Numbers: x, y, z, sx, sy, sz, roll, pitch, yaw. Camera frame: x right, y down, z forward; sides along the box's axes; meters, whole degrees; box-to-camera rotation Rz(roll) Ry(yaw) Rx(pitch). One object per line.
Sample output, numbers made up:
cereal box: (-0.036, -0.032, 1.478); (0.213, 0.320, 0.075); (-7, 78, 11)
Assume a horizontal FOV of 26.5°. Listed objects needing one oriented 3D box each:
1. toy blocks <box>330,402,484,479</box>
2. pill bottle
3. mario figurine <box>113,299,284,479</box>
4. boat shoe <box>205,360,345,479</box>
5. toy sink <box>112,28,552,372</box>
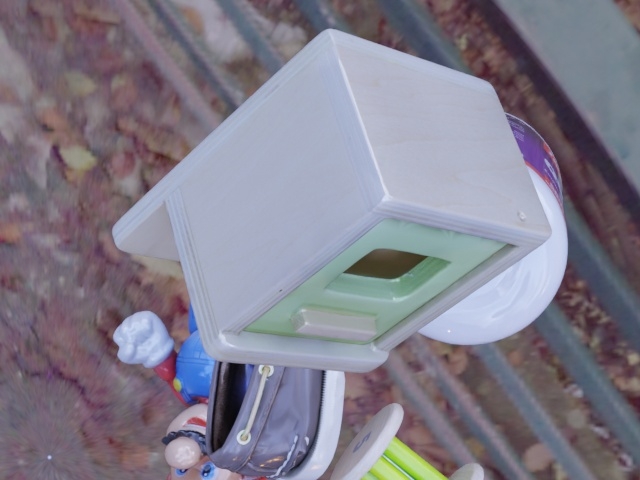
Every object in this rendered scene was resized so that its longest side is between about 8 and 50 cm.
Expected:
toy blocks: (0.055, 0.171, 0.664); (0.148, 0.054, 0.123); (40, 87, -4)
pill bottle: (0.148, -0.029, 1.331); (0.181, 0.323, 0.182); (2, 106, 8)
mario figurine: (-0.116, 0.154, 1.418); (0.170, 0.198, 0.321); (6, 85, -25)
boat shoe: (-0.039, 0.039, 1.156); (0.096, 0.116, 0.324); (13, 74, -32)
toy sink: (0.000, 0.000, 0.858); (0.152, 0.234, 0.131); (11, 52, -44)
